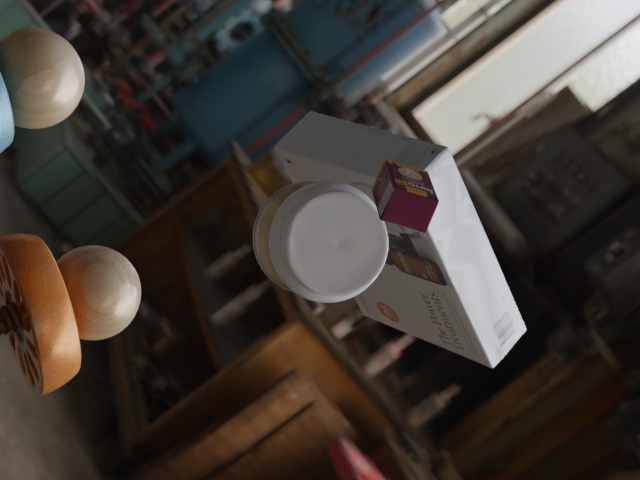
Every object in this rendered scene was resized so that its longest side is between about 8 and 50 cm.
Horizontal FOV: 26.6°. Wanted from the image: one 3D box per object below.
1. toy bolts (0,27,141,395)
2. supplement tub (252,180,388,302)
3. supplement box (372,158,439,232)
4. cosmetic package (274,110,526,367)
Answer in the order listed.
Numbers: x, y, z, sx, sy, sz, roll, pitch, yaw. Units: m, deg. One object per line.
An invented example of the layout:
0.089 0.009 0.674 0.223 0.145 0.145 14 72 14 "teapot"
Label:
-0.218 -0.033 0.838 0.218 0.158 0.228 43 -35 48 "toy bolts"
0.000 0.000 1.643 0.144 0.144 0.199 52 -7 -9 "supplement tub"
0.091 -0.049 1.471 0.055 0.043 0.083 16 23 -14 "supplement box"
0.121 -0.001 2.012 0.284 0.097 0.377 22 -31 46 "cosmetic package"
